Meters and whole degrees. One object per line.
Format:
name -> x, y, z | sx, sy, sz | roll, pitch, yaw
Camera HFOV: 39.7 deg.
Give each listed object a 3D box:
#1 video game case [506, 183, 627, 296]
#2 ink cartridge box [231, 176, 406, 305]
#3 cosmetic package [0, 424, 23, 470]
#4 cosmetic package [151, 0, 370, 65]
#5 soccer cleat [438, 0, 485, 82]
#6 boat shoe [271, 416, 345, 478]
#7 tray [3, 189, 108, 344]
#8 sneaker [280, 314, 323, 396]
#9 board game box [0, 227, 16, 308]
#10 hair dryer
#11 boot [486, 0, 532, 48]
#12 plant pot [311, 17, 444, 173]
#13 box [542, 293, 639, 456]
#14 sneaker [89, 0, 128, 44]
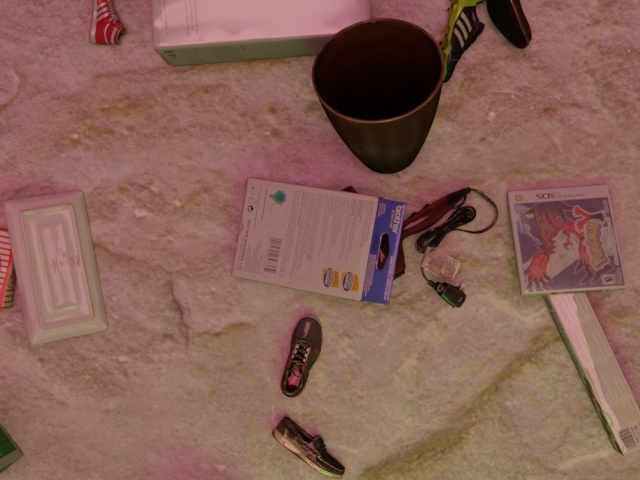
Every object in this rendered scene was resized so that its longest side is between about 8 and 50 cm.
video game case -> 0.437, -0.002, 1.583 | 0.183, 0.023, 0.201 | -4, 67, 3
ink cartridge box -> 0.000, 0.000, 1.572 | 0.311, 0.065, 0.186 | 10, 90, 26
cosmetic package -> -0.730, 0.303, 1.584 | 0.155, 0.197, 0.365 | -37, 89, 1
cosmetic package -> -0.103, -0.442, 1.588 | 0.385, 0.156, 0.217 | -2, 89, 2
soccer cleat -> 0.258, -0.371, 1.618 | 0.072, 0.060, 0.179 | 14, 89, -10
boat shoe -> -0.016, 0.378, 1.617 | 0.152, 0.056, 0.049 | 32, 96, 3
tray -> -0.486, 0.047, 1.634 | 0.145, 0.030, 0.270 | -11, 88, -20
sneaker -> -0.033, 0.214, 1.616 | 0.061, 0.065, 0.158 | 13, 90, 3
board game box -> -0.663, 0.037, 1.658 | 0.193, 0.045, 0.147 | 11, 90, 2
hair dryer -> 0.158, -0.018, 1.622 | 0.293, 0.080, 0.224 | 22, 74, -2
boot -> 0.347, -0.458, 1.592 | 0.106, 0.082, 0.219 | -28, 91, -19
plant pot -> 0.109, -0.220, 1.523 | 0.215, 0.230, 0.215 | -4, 60, 8
box -> 0.496, 0.224, 1.592 | 0.067, 0.063, 0.324 | -26, 88, 0
sneaker -> -0.390, -0.423, 1.655 | 0.067, 0.042, 0.118 | 9, 97, 7
